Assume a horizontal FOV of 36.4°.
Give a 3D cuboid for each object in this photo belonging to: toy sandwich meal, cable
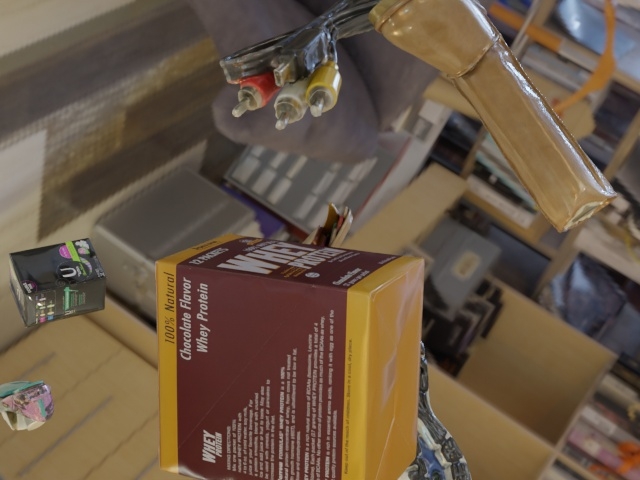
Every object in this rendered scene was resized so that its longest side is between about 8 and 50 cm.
[{"bbox_3d":[0.000,0.000,0.938,0.086,0.029,0.085,-58,-174,10],"label":"toy sandwich meal"},{"bbox_3d":[-0.006,-0.209,1.084,0.287,0.139,0.072,-50,138,-49],"label":"cable"}]

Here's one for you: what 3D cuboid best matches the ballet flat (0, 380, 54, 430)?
[{"bbox_3d":[-0.483,0.270,1.587,0.076,0.079,0.221,-14,180,-31],"label":"ballet flat"}]

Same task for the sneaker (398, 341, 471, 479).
[{"bbox_3d":[0.071,0.223,1.281,0.129,0.330,0.147,-4,158,-38],"label":"sneaker"}]

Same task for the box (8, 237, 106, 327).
[{"bbox_3d":[-0.267,0.042,0.987,0.083,0.062,0.052,-12,139,-27],"label":"box"}]

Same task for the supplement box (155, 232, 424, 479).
[{"bbox_3d":[-0.026,0.106,0.839,0.129,0.194,0.192,-25,119,-63],"label":"supplement box"}]

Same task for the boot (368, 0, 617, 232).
[{"bbox_3d":[0.183,-0.135,0.972,0.089,0.270,0.236,-38,168,29],"label":"boot"}]
